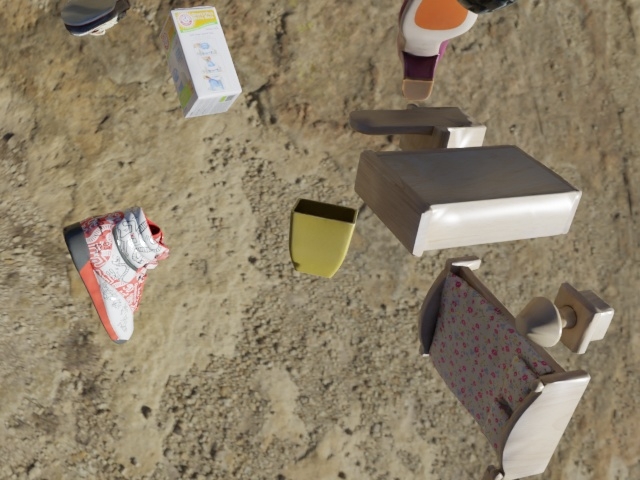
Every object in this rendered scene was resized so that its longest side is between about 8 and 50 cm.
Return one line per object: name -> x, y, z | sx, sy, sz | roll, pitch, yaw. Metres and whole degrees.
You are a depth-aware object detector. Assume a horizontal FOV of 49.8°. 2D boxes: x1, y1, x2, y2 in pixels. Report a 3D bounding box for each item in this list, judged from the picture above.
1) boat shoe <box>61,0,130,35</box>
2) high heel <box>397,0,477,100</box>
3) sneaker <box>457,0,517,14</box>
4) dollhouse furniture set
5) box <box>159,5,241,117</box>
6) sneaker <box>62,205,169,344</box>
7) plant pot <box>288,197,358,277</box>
boat shoe -> -0.254, -0.259, 0.788 | 0.049, 0.043, 0.137 | 13, 37, -1
high heel -> 0.195, -0.417, 1.210 | 0.127, 0.377, 0.181 | 8, 70, -4
sneaker -> 0.226, -0.345, 0.702 | 0.101, 0.267, 0.106 | 43, 55, 5
dollhouse furniture set -> 0.106, 0.078, 0.722 | 0.174, 0.303, 0.355 | -5, 125, -23
box -> -0.263, -0.386, 1.494 | 0.103, 0.114, 0.203 | -15, 85, -28
sneaker -> -0.316, 0.061, 1.157 | 0.145, 0.090, 0.270 | -21, 134, -13
plant pot -> 0.000, 0.000, 0.889 | 0.081, 0.081, 0.083 | 11, 107, 3
